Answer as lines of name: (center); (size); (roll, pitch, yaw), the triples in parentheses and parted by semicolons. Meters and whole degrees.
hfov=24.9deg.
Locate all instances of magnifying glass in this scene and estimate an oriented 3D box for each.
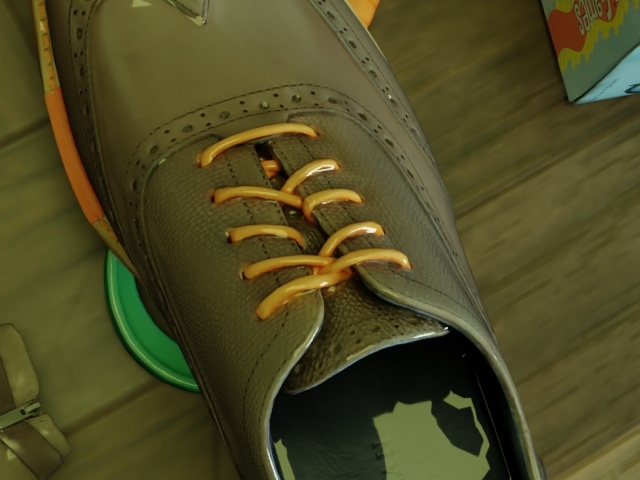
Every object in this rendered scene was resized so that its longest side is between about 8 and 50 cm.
magnifying glass: (-0.012, -0.048, 0.575); (0.092, 0.026, 0.231); (24, 76, -4)

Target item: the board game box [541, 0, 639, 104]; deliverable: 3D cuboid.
board game box: (0.231, -0.163, 0.575); (0.275, 0.144, 0.142); (-12, 81, -12)

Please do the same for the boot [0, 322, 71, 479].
boot: (-0.150, 0.053, 0.528); (0.087, 0.042, 0.118); (-28, 86, -20)

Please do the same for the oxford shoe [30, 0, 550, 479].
oxford shoe: (0.000, 0.000, 0.488); (0.130, 0.133, 0.363); (-25, 85, -12)
